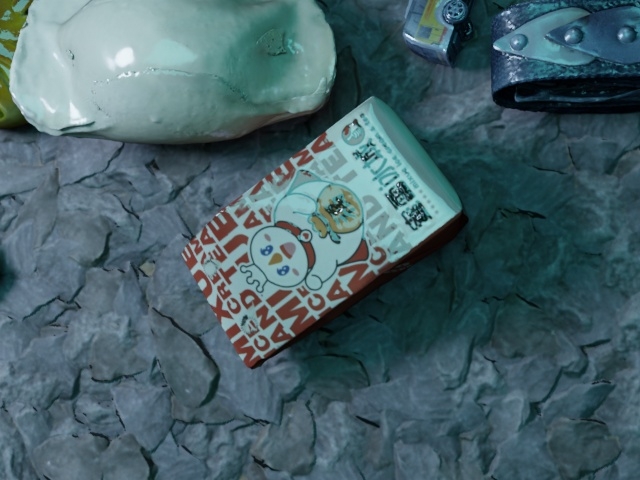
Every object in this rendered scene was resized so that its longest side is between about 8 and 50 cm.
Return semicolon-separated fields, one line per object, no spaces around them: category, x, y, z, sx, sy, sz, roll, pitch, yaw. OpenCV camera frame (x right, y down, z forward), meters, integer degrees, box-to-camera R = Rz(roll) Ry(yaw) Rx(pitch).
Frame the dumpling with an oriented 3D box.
dumpling;-0.164;-0.236;1.183;0.341;0.181;0.260;-11;68;26

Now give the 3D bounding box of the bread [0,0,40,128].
bread;-0.393;-0.244;1.257;0.213;0.105;0.213;-2;81;12

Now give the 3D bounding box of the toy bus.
toy bus;0.152;-0.299;1.193;0.075;0.064;0.190;17;84;18

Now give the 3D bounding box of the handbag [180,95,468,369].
handbag;0.000;0.000;1.124;0.298;0.151;0.171;-37;82;6

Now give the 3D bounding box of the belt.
belt;0.292;-0.212;1.124;0.218;0.122;0.128;-2;78;3
